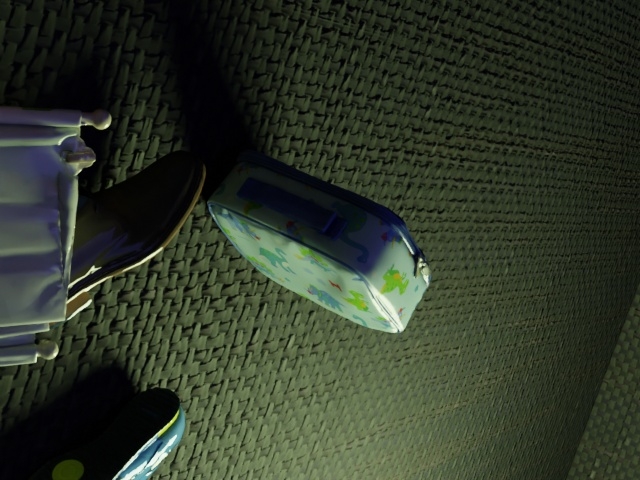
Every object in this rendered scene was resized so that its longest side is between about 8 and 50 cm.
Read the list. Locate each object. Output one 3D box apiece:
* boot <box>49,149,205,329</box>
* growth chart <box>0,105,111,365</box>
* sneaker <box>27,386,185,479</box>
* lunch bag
[{"bbox_3d":[-0.194,-0.025,0.921,0.219,0.082,0.106,-45,142,-19],"label":"boot"},{"bbox_3d":[-0.267,0.001,0.833,0.172,0.021,0.237,6,109,-26],"label":"growth chart"},{"bbox_3d":[-0.215,0.237,1.080,0.209,0.069,0.082,-37,142,-37],"label":"sneaker"},{"bbox_3d":[0.000,0.000,1.093,0.090,0.219,0.176,-57,146,-14],"label":"lunch bag"}]
